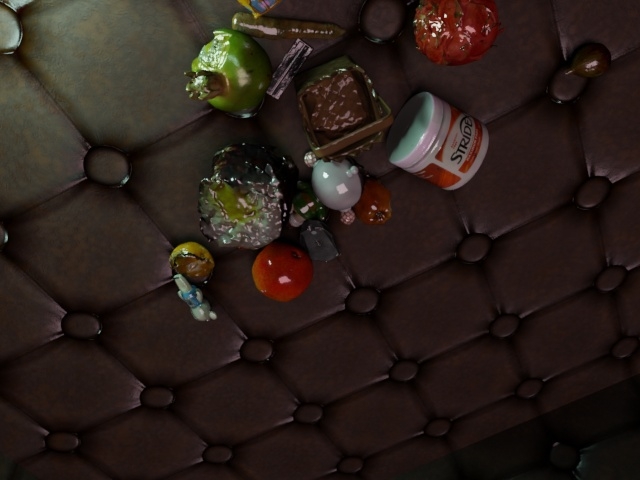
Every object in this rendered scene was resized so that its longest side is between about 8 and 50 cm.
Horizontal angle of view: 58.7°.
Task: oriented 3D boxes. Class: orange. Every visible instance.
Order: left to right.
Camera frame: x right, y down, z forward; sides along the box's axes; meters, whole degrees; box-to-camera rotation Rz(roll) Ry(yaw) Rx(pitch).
[{"bbox_3d":[-0.462,0.065,2.047,0.159,0.112,0.170,-1,157,-16],"label":"orange"}]

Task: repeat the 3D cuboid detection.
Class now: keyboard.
[{"bbox_3d":[-0.101,-0.531,1.770,0.063,0.010,0.198,29,114,-25],"label":"keyboard"}]

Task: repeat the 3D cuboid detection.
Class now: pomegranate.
[{"bbox_3d":[-0.268,-0.464,1.615,0.235,0.302,0.236,11,126,15],"label":"pomegranate"},{"bbox_3d":[-0.146,0.124,2.092,0.220,0.221,0.257,16,147,-20],"label":"pomegranate"}]

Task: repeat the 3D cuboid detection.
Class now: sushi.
[{"bbox_3d":[-0.224,-0.148,1.808,0.299,0.294,0.282,-2,119,6],"label":"sushi"}]

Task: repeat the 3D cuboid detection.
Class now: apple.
[{"bbox_3d":[0.177,-0.133,2.001,0.146,0.158,0.156,10,124,-16],"label":"apple"}]

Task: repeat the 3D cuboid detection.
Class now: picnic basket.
[{"bbox_3d":[0.066,-0.376,1.724,0.254,0.321,0.291,-24,127,2],"label":"picnic basket"}]

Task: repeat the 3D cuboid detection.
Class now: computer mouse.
[{"bbox_3d":[-0.002,-0.001,2.114,0.126,0.071,0.231,-14,135,15],"label":"computer mouse"}]

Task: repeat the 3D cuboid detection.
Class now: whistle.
[{"bbox_3d":[-0.484,0.219,2.173,0.113,0.077,0.236,-9,124,31],"label":"whistle"}]

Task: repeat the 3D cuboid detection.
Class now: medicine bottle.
[{"bbox_3d":[0.378,-0.319,1.854,0.240,0.253,0.253,21,118,-22],"label":"medicine bottle"}]

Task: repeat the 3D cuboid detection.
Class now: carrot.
[{"bbox_3d":[-0.089,-0.622,1.679,0.341,0.070,0.070,1,124,-14],"label":"carrot"}]

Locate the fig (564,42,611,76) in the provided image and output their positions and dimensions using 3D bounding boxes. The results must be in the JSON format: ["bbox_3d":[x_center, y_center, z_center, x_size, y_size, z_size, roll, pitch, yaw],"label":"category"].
[{"bbox_3d":[0.870,-0.576,1.862,0.154,0.103,0.109,-32,102,2],"label":"fig"}]

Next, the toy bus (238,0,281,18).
[{"bbox_3d":[-0.147,-0.718,1.568,0.209,0.126,0.136,-36,131,14],"label":"toy bus"}]

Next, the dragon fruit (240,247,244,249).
[{"bbox_3d":[-0.289,-0.006,2.052,0.106,0.083,0.162,-30,126,13],"label":"dragon fruit"}]

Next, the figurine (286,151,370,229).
[{"bbox_3d":[0.005,-0.162,1.924,0.369,0.167,0.281,-30,92,33],"label":"figurine"}]

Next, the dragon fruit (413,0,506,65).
[{"bbox_3d":[0.397,-0.630,1.669,0.252,0.241,0.241,-31,125,-6],"label":"dragon fruit"}]
